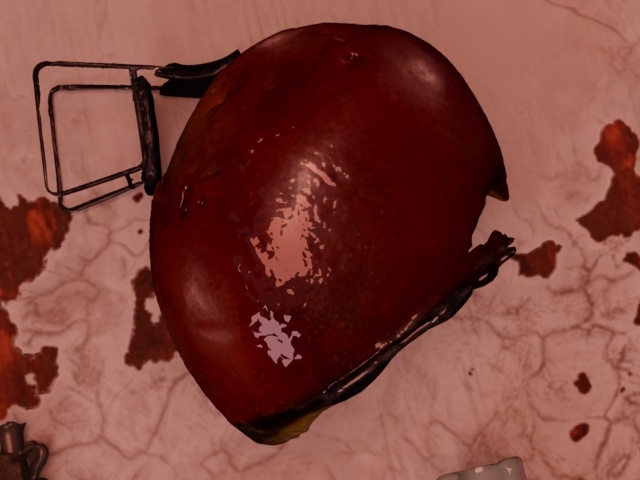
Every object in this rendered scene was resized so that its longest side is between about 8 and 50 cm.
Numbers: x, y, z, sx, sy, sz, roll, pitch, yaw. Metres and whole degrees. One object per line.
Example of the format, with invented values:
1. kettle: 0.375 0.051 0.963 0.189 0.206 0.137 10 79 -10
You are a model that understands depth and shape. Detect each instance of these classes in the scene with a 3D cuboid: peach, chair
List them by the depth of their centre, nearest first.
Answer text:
1. peach: 0.000 0.000 1.746 0.353 0.339 0.417 8 73 -16
2. chair: -0.185 -0.121 1.868 0.221 0.140 0.145 -7 84 -4

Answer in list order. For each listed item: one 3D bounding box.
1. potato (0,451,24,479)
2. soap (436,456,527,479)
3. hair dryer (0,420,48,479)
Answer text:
1. potato: -0.376 0.279 1.814 0.138 0.243 0.098 -8 111 -17
2. soap: 0.195 0.382 1.775 0.095 0.173 0.290 -14 71 1
3. hair dryer: -0.229 0.322 1.817 0.301 0.121 0.361 -47 71 21
